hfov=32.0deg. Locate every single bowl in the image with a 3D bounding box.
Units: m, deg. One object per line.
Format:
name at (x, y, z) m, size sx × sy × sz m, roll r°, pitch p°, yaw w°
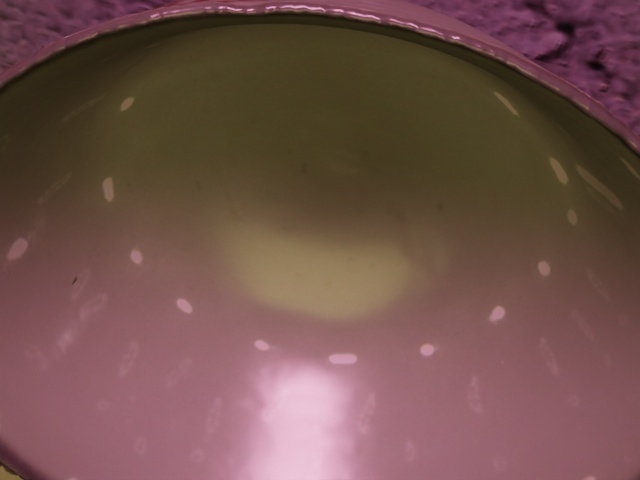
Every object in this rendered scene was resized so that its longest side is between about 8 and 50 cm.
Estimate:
bowl at (0.000, 0.000, 0.513) m, size 0.337 × 0.157 × 0.337 m, roll 4°, pitch 133°, yaw 4°

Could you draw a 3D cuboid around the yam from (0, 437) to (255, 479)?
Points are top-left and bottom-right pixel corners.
yam at (-0.090, 0.134, 0.665) m, size 0.304 × 0.168 × 0.168 m, roll 19°, pitch 135°, yaw -9°
